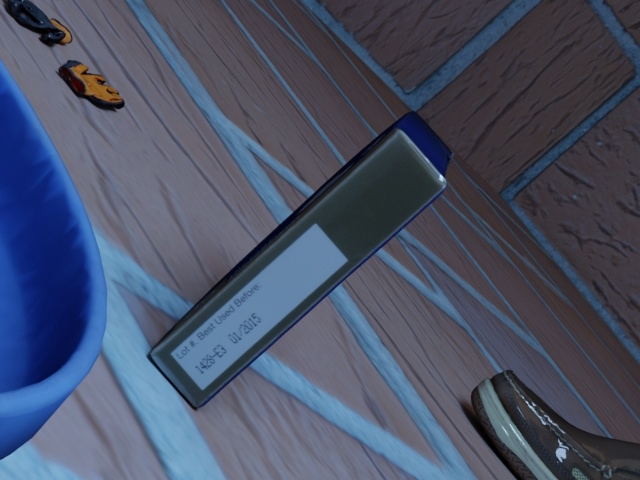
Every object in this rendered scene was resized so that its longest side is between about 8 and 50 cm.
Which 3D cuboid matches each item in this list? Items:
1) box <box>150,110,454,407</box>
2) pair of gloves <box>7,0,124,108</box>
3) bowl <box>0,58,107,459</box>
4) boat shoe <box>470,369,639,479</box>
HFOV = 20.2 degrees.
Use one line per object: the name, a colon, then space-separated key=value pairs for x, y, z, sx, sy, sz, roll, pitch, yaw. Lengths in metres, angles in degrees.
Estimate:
box: x=0.000 y=0.000 z=0.817 sx=0.036 sy=0.136 sz=0.225 roll=48 pitch=8 yaw=0
pair of gloves: x=-0.143 y=-0.107 z=1.013 sx=0.083 sy=0.010 sz=0.074 roll=49 pitch=8 yaw=12
bowl: x=-0.206 y=-0.090 z=0.376 sx=0.391 sy=0.077 sz=0.391 roll=47 pitch=8 yaw=-9
boat shoe: x=0.218 y=0.175 z=1.280 sx=0.257 sy=0.095 sz=0.095 roll=46 pitch=8 yaw=-12
